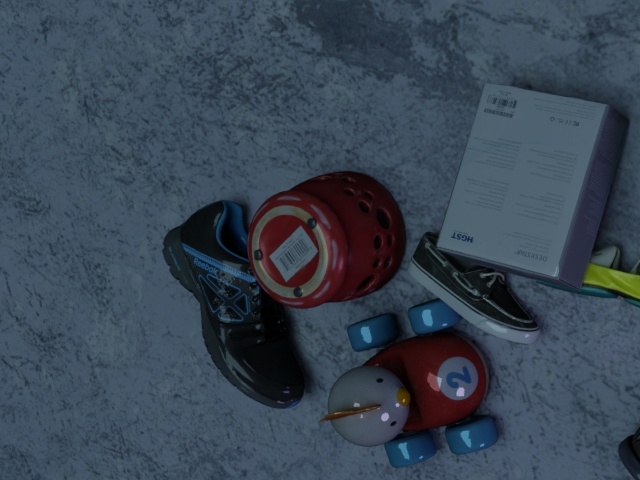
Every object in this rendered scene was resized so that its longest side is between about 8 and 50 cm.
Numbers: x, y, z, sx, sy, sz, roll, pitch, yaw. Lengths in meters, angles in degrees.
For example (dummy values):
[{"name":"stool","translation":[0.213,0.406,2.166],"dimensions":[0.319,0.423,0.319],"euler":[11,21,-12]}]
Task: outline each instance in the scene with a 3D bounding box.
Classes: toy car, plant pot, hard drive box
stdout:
[{"name":"toy car","translation":[0.101,0.218,1.870],"dimensions":[0.210,0.238,0.219],"euler":[-18,89,34]},{"name":"plant pot","translation":[0.000,0.000,1.939],"dimensions":[0.191,0.174,0.191],"euler":[5,100,34]},{"name":"hard drive box","translation":[0.274,-0.072,1.747],"dimensions":[0.181,0.089,0.232],"euler":[16,86,32]}]

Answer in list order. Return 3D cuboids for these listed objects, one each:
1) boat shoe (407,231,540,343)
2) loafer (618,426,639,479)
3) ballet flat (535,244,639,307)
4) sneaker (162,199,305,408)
[{"name":"boat shoe","translation":[0.216,0.064,1.863],"dimensions":[0.219,0.078,0.070],"euler":[34,117,26]},{"name":"loafer","translation":[0.511,0.346,1.708],"dimensions":[0.302,0.109,0.095],"euler":[48,116,20]},{"name":"ballet flat","translation":[0.397,0.049,1.754],"dimensions":[0.231,0.077,0.077],"euler":[16,86,27]},{"name":"sneaker","translation":[-0.115,0.098,2.060],"dimensions":[0.139,0.125,0.341],"euler":[-38,78,30]}]
